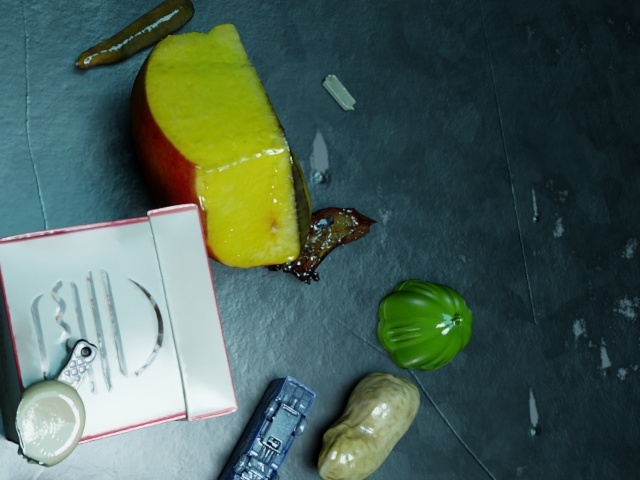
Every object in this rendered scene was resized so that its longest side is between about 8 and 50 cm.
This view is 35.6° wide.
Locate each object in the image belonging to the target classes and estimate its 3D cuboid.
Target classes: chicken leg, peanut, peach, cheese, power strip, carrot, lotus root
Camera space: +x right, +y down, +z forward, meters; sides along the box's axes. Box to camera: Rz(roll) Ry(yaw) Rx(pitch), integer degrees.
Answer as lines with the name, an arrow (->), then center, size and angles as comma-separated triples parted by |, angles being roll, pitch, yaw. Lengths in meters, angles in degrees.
chicken leg -> 0.000, 0.000, 1.836 | 0.234, 0.063, 0.105 | -42, 106, -26
peanut -> 0.082, 0.334, 1.786 | 0.122, 0.137, 0.253 | 27, 63, 26
peach -> -0.172, -0.129, 1.646 | 0.242, 0.306, 0.380 | -23, 71, -15
cheese -> -0.349, 0.210, 1.302 | 0.092, 0.047, 0.171 | 12, 83, -24
power strip -> 0.037, -0.284, 1.924 | 0.027, 0.017, 0.083 | -44, 101, -24
carrot -> -0.322, -0.357, 1.741 | 0.248, 0.059, 0.059 | -36, 98, -23
lotus root -> 0.219, 0.152, 1.861 | 0.186, 0.186, 0.186 | 4, 80, -25

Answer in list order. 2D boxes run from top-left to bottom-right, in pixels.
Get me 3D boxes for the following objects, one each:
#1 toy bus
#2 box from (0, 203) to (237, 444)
toy bus -> -0.093, 0.352, 1.718 | 0.079, 0.094, 0.236 | 34, 67, -11
box -> -0.336, 0.136, 1.511 | 0.300, 0.312, 0.314 | -10, 87, -25
